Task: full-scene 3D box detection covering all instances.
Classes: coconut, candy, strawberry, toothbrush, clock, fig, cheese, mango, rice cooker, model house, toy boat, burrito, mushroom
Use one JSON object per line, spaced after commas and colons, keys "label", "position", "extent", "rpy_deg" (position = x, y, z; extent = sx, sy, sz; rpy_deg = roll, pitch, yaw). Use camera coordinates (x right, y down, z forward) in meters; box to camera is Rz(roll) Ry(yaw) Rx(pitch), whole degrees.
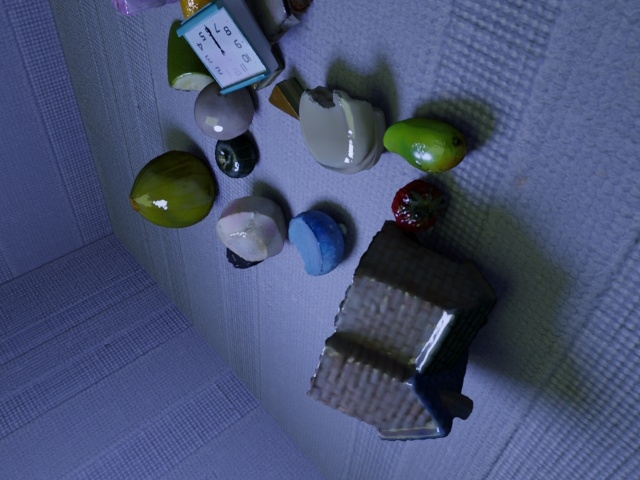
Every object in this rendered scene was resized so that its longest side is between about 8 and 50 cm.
{"label": "coconut", "position": [-0.242, -0.049, 2.085], "extent": [0.259, 0.259, 0.259], "rpy_deg": [37, 143, 34]}
{"label": "candy", "position": [-0.524, -0.809, 1.792], "extent": [0.116, 0.265, 0.155], "rpy_deg": [30, 139, 35]}
{"label": "strawberry", "position": [0.236, -0.081, 1.437], "extent": [0.131, 0.131, 0.148], "rpy_deg": [56, 175, 6]}
{"label": "toothbrush", "position": [0.259, 0.060, 1.615], "extent": [0.030, 0.025, 0.342], "rpy_deg": [44, 146, 22]}
{"label": "clock", "position": [-0.244, -0.542, 1.586], "extent": [0.262, 0.116, 0.231], "rpy_deg": [4, 136, 55]}
{"label": "fig", "position": [-0.615, -0.197, 2.398], "extent": [0.343, 0.343, 0.343], "rpy_deg": [37, 143, 34]}
{"label": "cheese", "position": [0.053, -0.300, 1.505], "extent": [0.266, 0.127, 0.233], "rpy_deg": [27, 137, 42]}
{"label": "mango", "position": [0.236, -0.216, 1.318], "extent": [0.233, 0.111, 0.125], "rpy_deg": [16, 124, 52]}
{"label": "rice cooker", "position": [-0.303, 0.045, 2.361], "extent": [0.203, 0.118, 0.142], "rpy_deg": [-18, 101, 56]}
{"label": "model house", "position": [0.246, 0.238, 1.496], "extent": [0.400, 0.395, 0.445], "rpy_deg": [25, 123, 13]}
{"label": "toy boat", "position": [0.000, 0.000, 1.900], "extent": [0.215, 0.123, 0.330], "rpy_deg": [64, 162, 9]}
{"label": "burrito", "position": [-0.114, -0.624, 1.500], "extent": [0.175, 0.107, 0.347], "rpy_deg": [47, 154, -10]}
{"label": "mushroom", "position": [-0.308, -0.423, 1.920], "extent": [0.204, 0.204, 0.204], "rpy_deg": [37, 143, 34]}

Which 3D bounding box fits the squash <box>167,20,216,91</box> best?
{"label": "squash", "position": [-0.432, -0.657, 2.023], "extent": [0.111, 0.203, 0.289], "rpy_deg": [118, 153, -57]}

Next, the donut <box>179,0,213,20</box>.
{"label": "donut", "position": [-0.320, -0.699, 1.737], "extent": [0.303, 0.110, 0.303], "rpy_deg": [38, 145, 33]}

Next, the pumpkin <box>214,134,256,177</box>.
{"label": "pumpkin", "position": [-0.303, -0.301, 2.049], "extent": [0.167, 0.125, 0.167], "rpy_deg": [45, 146, 43]}

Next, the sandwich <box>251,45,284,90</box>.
{"label": "sandwich", "position": [-0.193, -0.542, 1.708], "extent": [0.163, 0.079, 0.113], "rpy_deg": [59, 149, -2]}

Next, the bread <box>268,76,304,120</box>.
{"label": "bread", "position": [-0.078, -0.388, 1.679], "extent": [0.139, 0.074, 0.084], "rpy_deg": [54, 150, 6]}
